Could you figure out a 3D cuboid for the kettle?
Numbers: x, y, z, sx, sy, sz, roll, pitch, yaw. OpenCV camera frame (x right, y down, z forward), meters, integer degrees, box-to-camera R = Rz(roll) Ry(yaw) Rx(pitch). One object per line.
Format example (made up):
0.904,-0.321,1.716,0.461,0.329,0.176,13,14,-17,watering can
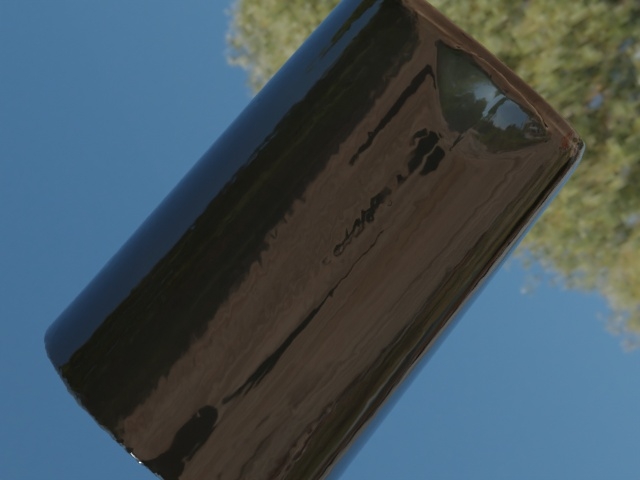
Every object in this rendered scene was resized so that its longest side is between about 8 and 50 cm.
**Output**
0.010,0.009,0.892,0.203,0.308,0.262,41,-176,17,kettle
